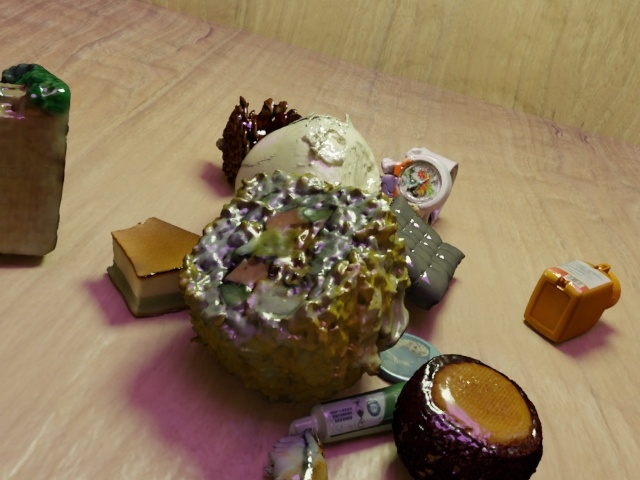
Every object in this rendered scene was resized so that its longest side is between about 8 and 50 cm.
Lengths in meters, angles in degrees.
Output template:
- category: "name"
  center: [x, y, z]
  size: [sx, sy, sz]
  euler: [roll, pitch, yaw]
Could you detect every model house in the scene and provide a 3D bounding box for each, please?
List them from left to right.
- category: "model house"
  center: [-0.691, -0.187, 1.363]
  size: [0.342, 0.335, 0.382]
  euler: [2, 22, -27]

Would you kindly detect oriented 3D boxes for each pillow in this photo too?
- category: "pillow"
  center: [0.198, 0.024, 1.576]
  size: [0.228, 0.101, 0.326]
  euler: [40, 24, 7]

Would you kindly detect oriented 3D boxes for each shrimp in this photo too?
- category: "shrimp"
  center: [-0.097, 0.368, 0.972]
  size: [0.287, 0.068, 0.185]
  euler: [-13, 36, -26]

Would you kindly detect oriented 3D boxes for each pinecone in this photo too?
- category: "pinecone"
  center: [-0.137, -0.251, 1.824]
  size: [0.264, 0.264, 0.264]
  euler: [12, 29, -7]

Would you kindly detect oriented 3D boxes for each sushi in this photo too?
- category: "sushi"
  center: [-0.029, 0.073, 1.210]
  size: [0.351, 0.240, 0.397]
  euler: [10, 46, 24]

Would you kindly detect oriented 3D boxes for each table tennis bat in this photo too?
- category: "table tennis bat"
  center: [0.203, 0.241, 1.353]
  size: [0.237, 0.038, 0.149]
  euler: [20, 29, 14]

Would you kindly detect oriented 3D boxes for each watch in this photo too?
- category: "watch"
  center: [0.242, -0.124, 1.859]
  size: [0.196, 0.244, 0.231]
  euler: [28, 9, 15]

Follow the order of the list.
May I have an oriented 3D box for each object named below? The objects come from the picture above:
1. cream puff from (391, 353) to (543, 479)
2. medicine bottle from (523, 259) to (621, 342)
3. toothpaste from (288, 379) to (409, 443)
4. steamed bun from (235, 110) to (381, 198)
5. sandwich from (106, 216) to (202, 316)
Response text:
- category: "cream puff"
  center: [0.225, 0.302, 1.116]
  size: [0.239, 0.165, 0.239]
  euler: [14, 34, -10]
- category: "medicine bottle"
  center: [0.584, 0.130, 1.614]
  size: [0.222, 0.149, 0.112]
  euler: [-11, 38, -39]
- category: "toothpaste"
  center: [0.117, 0.283, 1.204]
  size: [0.392, 0.061, 0.099]
  euler: [-4, 66, -32]
- category: "steamed bun"
  center: [-0.049, -0.136, 1.565]
  size: [0.311, 0.233, 0.334]
  euler: [-13, 28, 23]
- category: "sandwich"
  center: [-0.287, 0.040, 1.378]
  size: [0.220, 0.108, 0.186]
  euler: [-9, 38, -34]
